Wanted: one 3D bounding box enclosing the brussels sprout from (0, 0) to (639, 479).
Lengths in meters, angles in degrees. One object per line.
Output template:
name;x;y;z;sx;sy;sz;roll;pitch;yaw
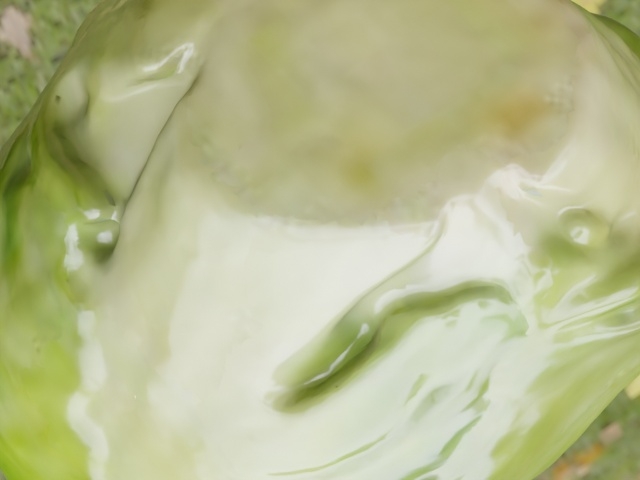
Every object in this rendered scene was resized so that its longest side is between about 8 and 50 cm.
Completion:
brussels sprout;0.000;0.005;0.437;0.161;0.144;0.181;-6;160;8
